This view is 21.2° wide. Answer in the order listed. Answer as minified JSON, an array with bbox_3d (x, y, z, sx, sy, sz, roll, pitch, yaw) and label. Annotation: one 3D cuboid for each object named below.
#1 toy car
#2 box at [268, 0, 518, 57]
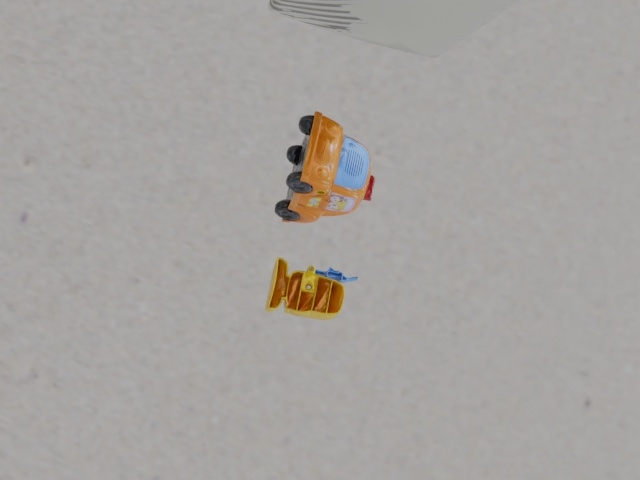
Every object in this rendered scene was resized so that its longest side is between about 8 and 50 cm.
[{"bbox_3d":[0.000,0.000,0.721,0.060,0.041,0.122,110,-9,-49],"label":"toy car"},{"bbox_3d":[0.050,-0.156,0.706,0.094,0.275,0.113,15,84,-7],"label":"box"}]
